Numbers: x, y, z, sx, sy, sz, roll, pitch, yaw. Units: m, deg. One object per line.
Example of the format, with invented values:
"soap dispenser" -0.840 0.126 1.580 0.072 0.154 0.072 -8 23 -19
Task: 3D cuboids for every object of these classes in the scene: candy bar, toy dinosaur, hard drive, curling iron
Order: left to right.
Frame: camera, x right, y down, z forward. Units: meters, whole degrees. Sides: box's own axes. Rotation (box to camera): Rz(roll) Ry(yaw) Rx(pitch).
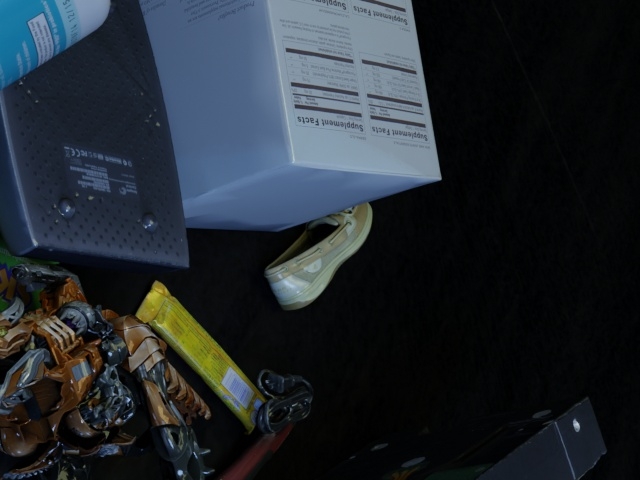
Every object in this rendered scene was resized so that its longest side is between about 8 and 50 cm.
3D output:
"hard drive" -0.190 -0.097 1.124 0.172 0.054 0.255 10 61 -50
"toy dinosaur" -0.152 0.123 1.070 0.322 0.164 0.218 1 73 -49
"candy bar" -0.096 0.102 1.252 0.161 0.018 0.040 50 48 -25
"curling iron" -0.091 0.201 1.203 0.274 0.035 0.068 -48 132 -36
"hard drive" 0.058 0.227 1.216 0.339 0.237 0.064 -22 94 -51

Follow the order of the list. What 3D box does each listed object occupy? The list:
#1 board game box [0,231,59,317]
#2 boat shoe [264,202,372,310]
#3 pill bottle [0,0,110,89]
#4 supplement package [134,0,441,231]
"board game box" -0.243 -0.029 1.116 0.124 0.039 0.259 41 46 -32
"boat shoe" -0.002 0.001 1.372 0.153 0.056 0.048 -51 120 -37
"pill bottle" -0.281 -0.140 0.971 0.264 0.146 0.146 -37 107 -18
"supplement package" -0.050 -0.158 1.256 0.198 0.199 0.263 2 75 -50
